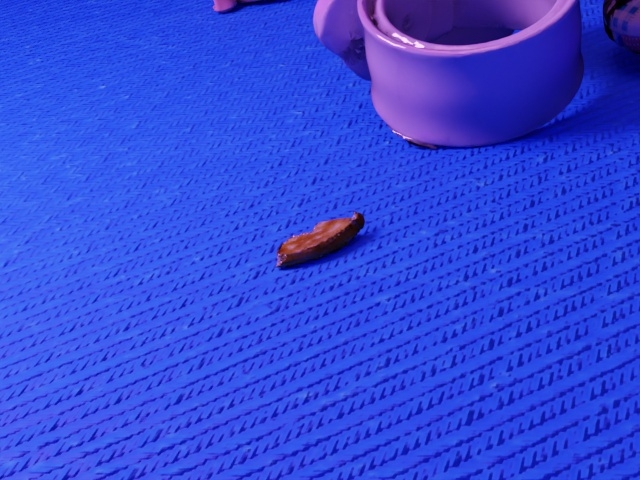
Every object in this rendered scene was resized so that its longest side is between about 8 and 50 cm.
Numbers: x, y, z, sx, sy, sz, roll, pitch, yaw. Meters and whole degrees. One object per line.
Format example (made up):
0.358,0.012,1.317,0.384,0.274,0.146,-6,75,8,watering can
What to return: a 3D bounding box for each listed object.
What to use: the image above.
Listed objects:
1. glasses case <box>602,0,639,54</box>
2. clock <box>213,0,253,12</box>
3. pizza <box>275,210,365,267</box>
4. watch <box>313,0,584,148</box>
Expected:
0.420,-0.218,1.298,0.328,0.076,0.125,-7,28,6,glasses case
-0.059,-0.348,1.734,0.162,0.092,0.166,-13,24,2,clock
0.000,0.000,1.066,0.083,0.016,0.037,-28,31,-27,pizza
0.142,-0.189,1.258,0.248,0.210,0.217,-28,47,-19,watch
